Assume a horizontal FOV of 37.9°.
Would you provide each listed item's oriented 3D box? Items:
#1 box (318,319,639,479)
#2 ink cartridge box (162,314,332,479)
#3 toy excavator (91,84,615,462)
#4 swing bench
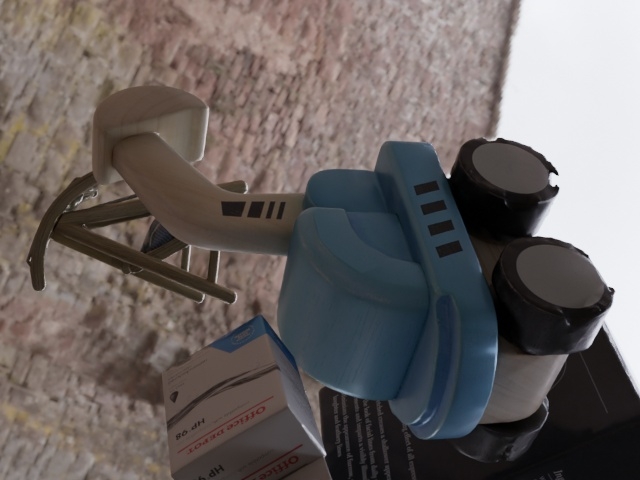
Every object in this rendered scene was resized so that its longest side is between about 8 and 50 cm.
[{"bbox_3d":[0.219,0.267,1.177,0.395,0.212,0.293,-27,-152,14],"label":"box"},{"bbox_3d":[-0.062,0.145,0.733,0.104,0.060,0.180,-31,-153,2],"label":"ink cartridge box"},{"bbox_3d":[0.000,0.000,0.939,0.433,0.445,0.222,-104,-158,-44],"label":"toy excavator"},{"bbox_3d":[-0.252,-0.005,1.233,0.253,0.254,0.165,174,-79,-72],"label":"swing bench"}]
